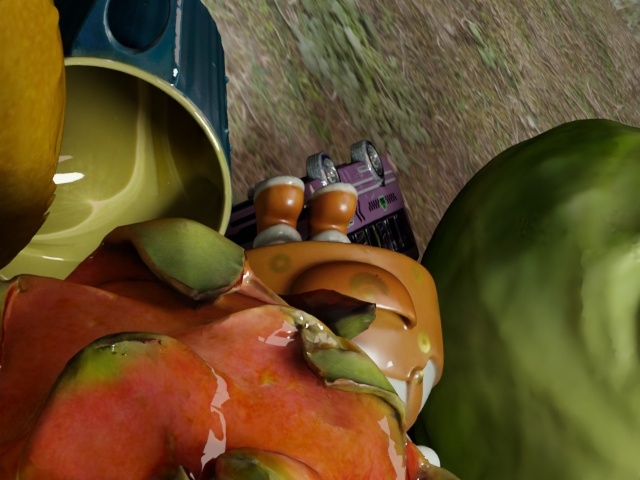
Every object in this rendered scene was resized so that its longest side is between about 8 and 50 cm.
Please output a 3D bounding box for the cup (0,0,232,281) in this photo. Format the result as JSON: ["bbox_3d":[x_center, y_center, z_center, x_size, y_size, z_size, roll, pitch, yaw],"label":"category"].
[{"bbox_3d":[-0.098,-0.076,0.916,0.131,0.176,0.155,17,26,-9],"label":"cup"}]

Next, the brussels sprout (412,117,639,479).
[{"bbox_3d":[0.220,0.103,1.229,0.361,0.342,0.425,33,-2,27],"label":"brussels sprout"}]

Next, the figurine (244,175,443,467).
[{"bbox_3d":[-0.003,0.097,0.991,0.143,0.143,0.271,23,65,-61],"label":"figurine"}]

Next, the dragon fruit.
[{"bbox_3d":[-0.057,0.105,0.680,0.227,0.224,0.224,19,-24,52],"label":"dragon fruit"}]

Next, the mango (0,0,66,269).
[{"bbox_3d":[-0.178,-0.085,0.747,0.136,0.166,0.236,-41,134,-27],"label":"mango"}]

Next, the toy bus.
[{"bbox_3d":[0.000,0.000,1.157,0.098,0.087,0.178,69,18,-1],"label":"toy bus"}]
